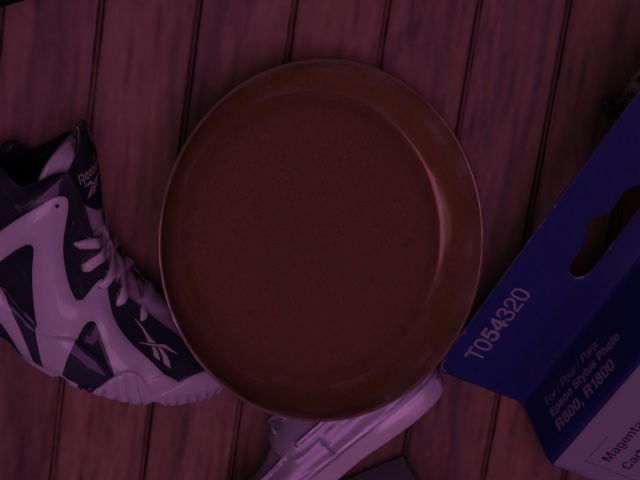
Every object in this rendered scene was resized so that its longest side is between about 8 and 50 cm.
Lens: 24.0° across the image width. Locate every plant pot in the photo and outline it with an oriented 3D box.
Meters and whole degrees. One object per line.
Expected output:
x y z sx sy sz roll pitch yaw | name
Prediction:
0.000 0.000 0.988 0.236 0.032 0.236 -1 92 -25 | plant pot

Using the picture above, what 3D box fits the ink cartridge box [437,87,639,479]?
0.299 0.055 1.011 0.330 0.071 0.324 20 125 -16 | ink cartridge box

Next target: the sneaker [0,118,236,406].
-0.145 0.005 0.962 0.235 0.094 0.153 22 109 -5 | sneaker

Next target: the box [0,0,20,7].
-0.217 -0.272 0.781 0.395 0.212 0.293 -18 94 -4 | box

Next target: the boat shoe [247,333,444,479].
-0.002 0.133 1.044 0.184 0.066 0.063 -36 95 3 | boat shoe

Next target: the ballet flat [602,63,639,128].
0.270 -0.132 1.019 0.188 0.070 0.070 -40 108 -1 | ballet flat

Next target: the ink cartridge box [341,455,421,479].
-0.024 0.311 1.056 0.289 0.121 0.211 -21 108 -4 | ink cartridge box
